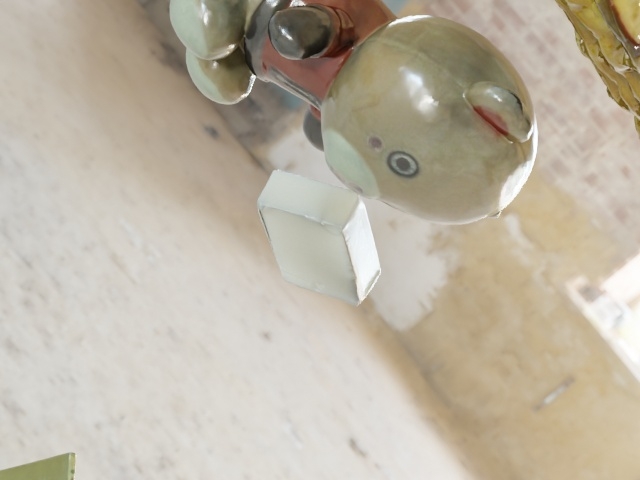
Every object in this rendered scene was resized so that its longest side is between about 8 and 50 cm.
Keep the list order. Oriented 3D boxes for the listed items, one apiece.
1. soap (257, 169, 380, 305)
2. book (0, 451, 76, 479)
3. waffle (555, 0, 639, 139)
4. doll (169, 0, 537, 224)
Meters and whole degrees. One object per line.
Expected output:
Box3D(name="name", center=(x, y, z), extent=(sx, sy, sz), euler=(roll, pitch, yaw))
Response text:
Box3D(name="soap", center=(0.000, 0.000, 1.580), extent=(0.121, 0.064, 0.183), euler=(17, -28, 21))
Box3D(name="book", center=(-0.264, 0.281, 1.065), extent=(0.013, 0.168, 0.192), euler=(26, 55, -45))
Box3D(name="waffle", center=(0.232, -0.045, 0.692), extent=(0.309, 0.065, 0.283), euler=(48, 4, 34))
Box3D(name="doll", center=(0.037, -0.139, 1.108), extent=(0.330, 0.174, 0.235), euler=(36, -19, 12))
